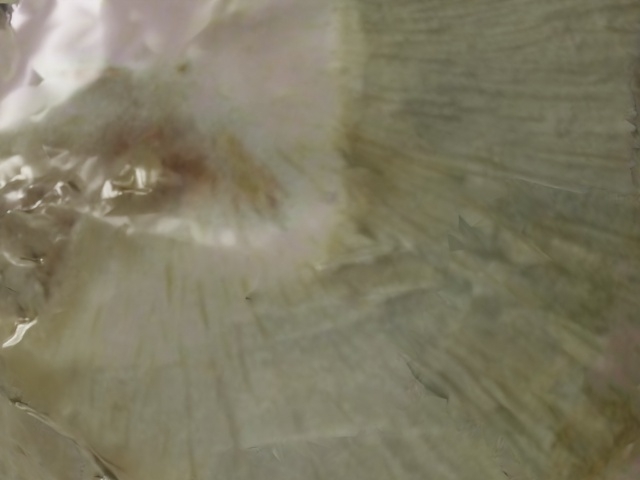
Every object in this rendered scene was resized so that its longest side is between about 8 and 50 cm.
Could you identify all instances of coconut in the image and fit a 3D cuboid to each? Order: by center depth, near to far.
[{"bbox_3d":[0.000,0.000,0.475,0.254,0.297,0.297,54,-157,-56],"label":"coconut"}]
